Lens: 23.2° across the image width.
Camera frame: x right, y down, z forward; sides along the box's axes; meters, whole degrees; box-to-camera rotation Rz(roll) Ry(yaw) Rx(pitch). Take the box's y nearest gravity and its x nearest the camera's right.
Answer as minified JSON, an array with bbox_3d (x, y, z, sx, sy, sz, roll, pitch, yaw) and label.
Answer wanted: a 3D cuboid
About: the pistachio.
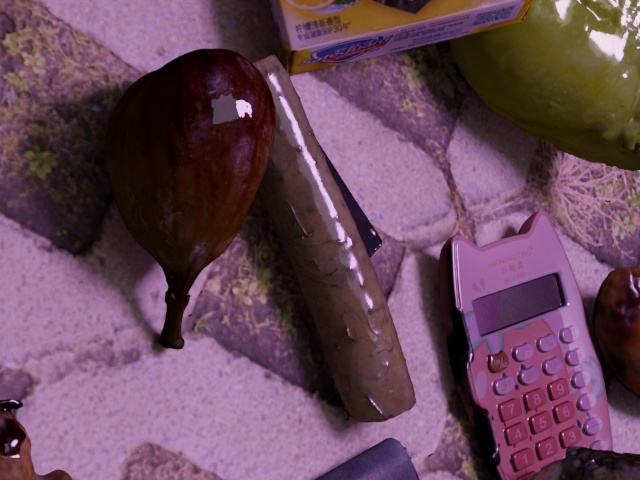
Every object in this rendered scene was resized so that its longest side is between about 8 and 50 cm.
[{"bbox_3d":[0.391,0.101,1.809,0.210,0.130,0.165,38,73,-31],"label":"pistachio"}]

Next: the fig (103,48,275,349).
[{"bbox_3d":[-0.125,-0.037,1.413,0.146,0.170,0.274,6,92,-25],"label":"fig"}]

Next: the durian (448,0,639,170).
[{"bbox_3d":[0.260,-0.248,1.749,0.340,0.204,0.255,24,90,-8],"label":"durian"}]

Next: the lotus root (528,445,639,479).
[{"bbox_3d":[0.318,0.346,1.578,0.267,0.149,0.260,25,85,-22],"label":"lotus root"}]

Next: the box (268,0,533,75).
[{"bbox_3d":[0.072,-0.283,1.591,0.265,0.097,0.168,-12,84,-6],"label":"box"}]

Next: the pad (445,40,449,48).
[{"bbox_3d":[0.187,-0.340,1.860,0.245,0.006,0.170,-30,96,-42],"label":"pad"}]

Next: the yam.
[{"bbox_3d":[0.000,0.000,1.526,0.083,0.083,0.371,-27,100,-42],"label":"yam"}]

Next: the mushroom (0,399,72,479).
[{"bbox_3d":[-0.332,0.252,1.049,0.345,0.260,0.345,15,66,-37],"label":"mushroom"}]

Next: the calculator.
[{"bbox_3d":[0.227,0.142,1.714,0.220,0.048,0.329,-14,88,-44],"label":"calculator"}]

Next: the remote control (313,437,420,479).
[{"bbox_3d":[-0.040,0.299,1.432,0.377,0.044,0.107,-24,97,-42],"label":"remote control"}]

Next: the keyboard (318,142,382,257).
[{"bbox_3d":[-0.017,-0.072,1.586,0.231,0.023,0.072,56,44,-11],"label":"keyboard"}]
